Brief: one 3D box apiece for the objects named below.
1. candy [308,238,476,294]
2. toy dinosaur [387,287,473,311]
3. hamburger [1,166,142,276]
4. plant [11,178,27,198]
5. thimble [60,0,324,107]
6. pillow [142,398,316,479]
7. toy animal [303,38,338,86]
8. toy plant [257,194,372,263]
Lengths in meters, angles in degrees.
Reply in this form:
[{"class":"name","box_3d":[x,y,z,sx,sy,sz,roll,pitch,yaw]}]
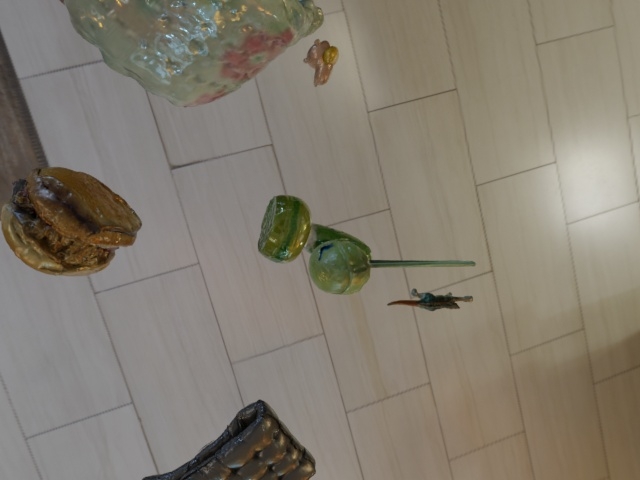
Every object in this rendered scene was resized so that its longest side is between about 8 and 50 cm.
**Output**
[{"class":"candy","box_3d":[0.133,0.040,0.818,0.335,0.093,0.092,0,62,-28]},{"class":"toy dinosaur","box_3d":[0.231,0.127,1.007,0.187,0.106,0.044,6,91,-48]},{"class":"hamburger","box_3d":[-0.508,-0.039,1.020,0.244,0.244,0.163,38,99,-14]},{"class":"plant","box_3d":[-0.732,-0.081,1.254,0.094,0.092,0.144,-15,81,17]},{"class":"thimble","box_3d":[-0.106,-0.225,0.420,0.149,0.186,0.211,-27,132,27]},{"class":"pillow","box_3d":[-0.192,0.516,1.065,0.326,0.101,0.228,-35,114,-4]},{"class":"toy animal","box_3d":[-0.001,-0.470,1.297,0.081,0.091,0.114,24,133,2]},{"class":"toy plant","box_3d":[0.000,0.000,1.357,0.315,0.224,0.185,17,101,-19]}]
